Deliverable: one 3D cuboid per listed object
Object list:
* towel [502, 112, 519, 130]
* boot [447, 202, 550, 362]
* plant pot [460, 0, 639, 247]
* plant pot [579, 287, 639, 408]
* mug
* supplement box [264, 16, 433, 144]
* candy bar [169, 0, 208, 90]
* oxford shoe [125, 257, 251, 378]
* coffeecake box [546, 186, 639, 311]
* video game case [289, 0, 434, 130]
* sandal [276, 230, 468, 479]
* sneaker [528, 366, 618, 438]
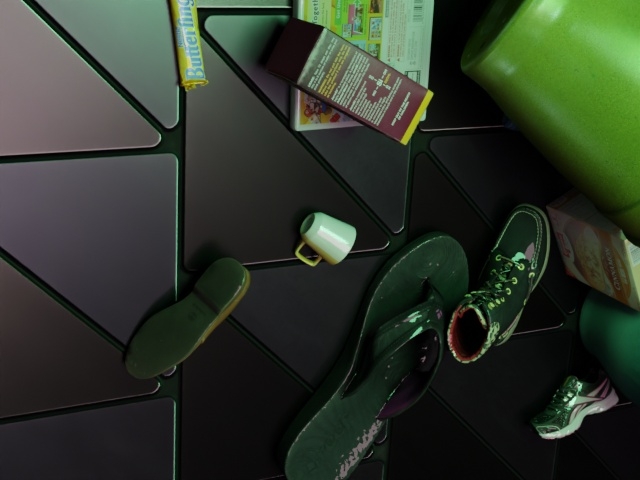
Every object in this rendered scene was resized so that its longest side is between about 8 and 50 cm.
[{"bbox_3d":[0.333,-0.195,1.611,0.120,0.029,0.067,3,108,-29],"label":"towel"},{"bbox_3d":[0.268,0.067,1.593,0.179,0.085,0.236,-19,128,-64],"label":"boot"},{"bbox_3d":[0.395,-0.235,1.436,0.353,0.366,0.366,32,92,-9],"label":"plant pot"},{"bbox_3d":[0.569,0.161,1.733,0.272,0.255,0.271,-10,112,-25],"label":"plant pot"},{"bbox_3d":[0.002,-0.001,1.494,0.064,0.062,0.078,33,85,-25],"label":"mug"},{"bbox_3d":[0.037,-0.207,1.378,0.188,0.104,0.080,25,96,-33],"label":"supplement box"},{"bbox_3d":[-0.167,-0.268,1.330,0.040,0.018,0.161,-14,113,-22],"label":"candy bar"},{"bbox_3d":[-0.172,0.114,1.443,0.212,0.076,0.076,-41,162,3],"label":"oxford shoe"},{"bbox_3d":[0.449,0.012,1.656,0.068,0.185,0.142,-32,119,-14],"label":"coffeecake box"},{"bbox_3d":[0.057,-0.267,1.444,0.206,0.026,0.226,-7,112,-25],"label":"video game case"},{"bbox_3d":[0.105,0.198,1.590,0.168,0.107,0.445,30,92,-34],"label":"sandal"},{"bbox_3d":[0.424,0.271,1.819,0.178,0.072,0.077,-26,106,-26],"label":"sneaker"}]
